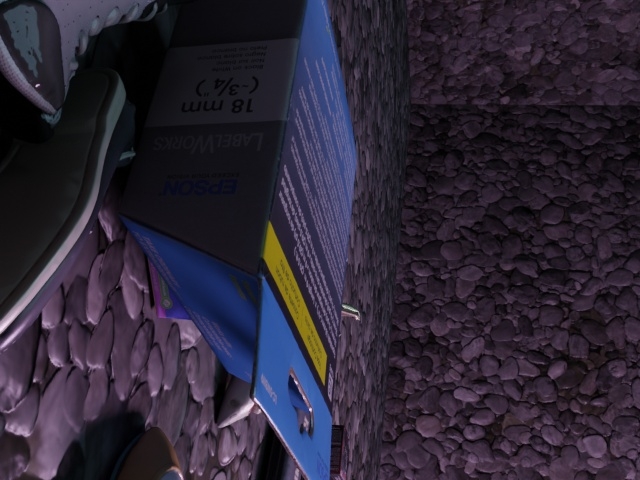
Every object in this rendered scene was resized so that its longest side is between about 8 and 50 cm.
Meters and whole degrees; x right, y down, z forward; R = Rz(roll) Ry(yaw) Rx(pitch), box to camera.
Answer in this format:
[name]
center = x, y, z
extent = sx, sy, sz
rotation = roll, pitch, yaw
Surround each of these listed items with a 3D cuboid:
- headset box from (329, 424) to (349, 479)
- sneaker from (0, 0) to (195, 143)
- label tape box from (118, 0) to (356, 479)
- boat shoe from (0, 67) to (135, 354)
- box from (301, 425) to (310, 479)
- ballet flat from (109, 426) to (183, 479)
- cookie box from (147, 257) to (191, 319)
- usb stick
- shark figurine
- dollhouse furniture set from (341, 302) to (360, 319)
[headset box]
center = 0.022, 0.330, 1.169
extent = 0.062, 0.032, 0.083
rotation = 73, 19, -58
[sneaker]
center = -0.134, -0.117, 0.402
extent = 0.229, 0.086, 0.132
rotation = -13, 110, -69
[label tape box]
center = -0.047, -0.001, 0.568
extent = 0.240, 0.106, 0.333
rotation = 72, 21, -55
[boat shoe]
center = -0.137, -0.011, 0.395
extent = 0.206, 0.075, 0.065
rotation = -84, 167, -46
[box]
center = -0.023, 0.400, 1.167
extent = 0.220, 0.051, 0.175
rotation = -72, 160, -58
[ballet flat]
center = -0.123, 0.218, 0.516
extent = 0.232, 0.073, 0.080
rotation = -71, 158, -59
[cookie box]
center = -0.107, 0.003, 0.646
extent = 0.107, 0.040, 0.091
rotation = -65, 154, -66
[usb stick]
center = -0.043, 0.277, 1.046
extent = 0.077, 0.045, 0.278
rotation = 81, 15, -50
[shark figurine]
center = -0.039, 0.108, 0.912
extent = 0.166, 0.116, 0.278
rotation = -56, 166, 12
[dollhouse furniture set]
center = -0.015, 0.059, 0.990
extent = 0.152, 0.076, 0.058
rotation = 22, 75, -46
